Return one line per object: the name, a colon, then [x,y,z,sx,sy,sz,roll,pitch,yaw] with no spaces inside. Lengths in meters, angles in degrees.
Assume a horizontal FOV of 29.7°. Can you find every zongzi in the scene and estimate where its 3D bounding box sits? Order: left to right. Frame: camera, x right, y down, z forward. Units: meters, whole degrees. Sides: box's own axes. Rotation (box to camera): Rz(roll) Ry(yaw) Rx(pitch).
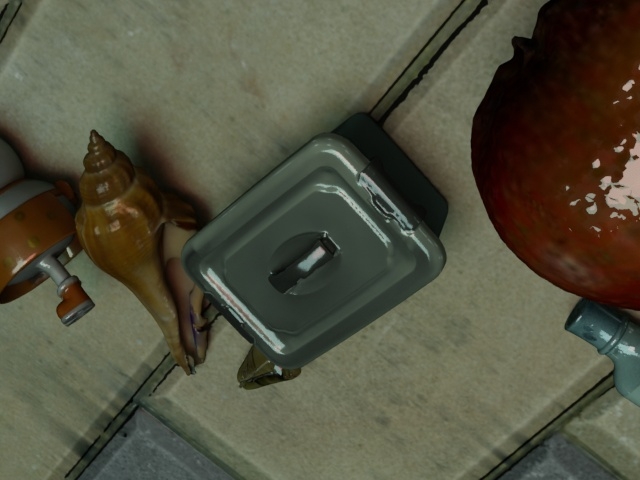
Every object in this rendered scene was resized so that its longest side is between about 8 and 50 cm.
zongzi: [-0.065,0.111,1.245,0.076,0.040,0.083,-19,99,36]

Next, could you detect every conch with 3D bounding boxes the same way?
conch: [-0.173,0.015,1.200,0.093,0.109,0.330,38,156,36]

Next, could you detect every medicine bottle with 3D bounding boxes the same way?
medicine bottle: [0.318,0.121,1.090,0.208,0.053,0.090,34,127,1]

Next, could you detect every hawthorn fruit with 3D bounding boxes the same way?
hawthorn fruit: [0.288,-0.057,0.865,0.369,0.284,0.285,32,127,-16]

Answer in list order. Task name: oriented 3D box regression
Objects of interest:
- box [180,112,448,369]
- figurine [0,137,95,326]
box: [0.000,0.000,1.095,0.162,0.130,0.227,47,123,-9]
figurine: [-0.316,-0.036,1.210,0.143,0.143,0.271,-28,82,32]
